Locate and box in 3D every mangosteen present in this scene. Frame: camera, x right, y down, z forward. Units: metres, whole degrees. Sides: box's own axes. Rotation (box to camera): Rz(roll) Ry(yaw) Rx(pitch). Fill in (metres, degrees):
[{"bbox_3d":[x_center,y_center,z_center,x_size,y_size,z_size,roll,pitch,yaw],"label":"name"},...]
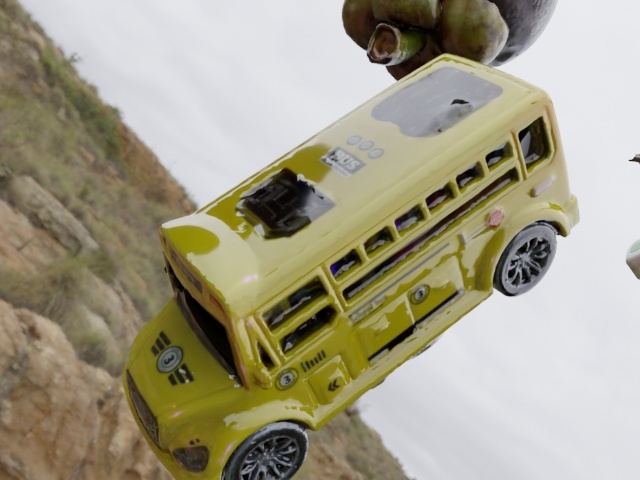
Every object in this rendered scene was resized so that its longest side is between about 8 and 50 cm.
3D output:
[{"bbox_3d":[0.114,-0.224,0.664,0.194,0.230,0.194,23,-25,11],"label":"mangosteen"}]

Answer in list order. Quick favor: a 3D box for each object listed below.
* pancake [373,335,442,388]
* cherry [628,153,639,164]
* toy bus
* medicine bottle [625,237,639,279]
[{"bbox_3d":[0.126,0.073,0.755,0.042,0.236,0.222,44,29,9],"label":"pancake"},{"bbox_3d":[0.382,-0.117,0.620,0.107,0.225,0.090,37,19,-30],"label":"cherry"},{"bbox_3d":[0.008,0.014,0.492,0.145,0.331,0.151,40,-21,46],"label":"toy bus"},{"bbox_3d":[0.679,-0.005,1.327,0.078,0.115,0.219,57,-41,5],"label":"medicine bottle"}]
